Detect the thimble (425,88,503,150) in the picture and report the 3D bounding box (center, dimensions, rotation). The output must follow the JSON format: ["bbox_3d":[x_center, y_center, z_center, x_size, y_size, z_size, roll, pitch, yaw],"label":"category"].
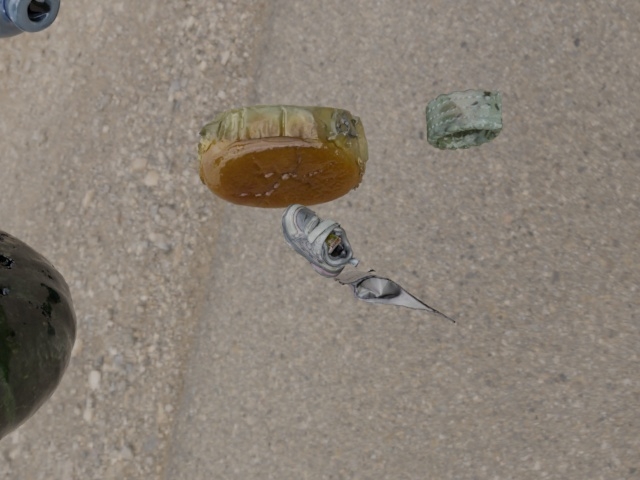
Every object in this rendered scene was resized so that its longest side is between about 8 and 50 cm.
[{"bbox_3d":[0.200,-0.168,0.941,0.110,0.085,0.062,-13,73,38],"label":"thimble"}]

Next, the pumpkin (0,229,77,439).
[{"bbox_3d":[-0.649,0.154,1.137,0.454,0.455,0.343,43,138,38],"label":"pumpkin"}]

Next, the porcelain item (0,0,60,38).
[{"bbox_3d":[-0.430,-0.338,0.826,0.259,0.141,0.141,34,105,16],"label":"porcelain item"}]

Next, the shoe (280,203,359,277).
[{"bbox_3d":[0.000,0.000,1.354,0.089,0.180,0.092,-50,19,-26],"label":"shoe"}]

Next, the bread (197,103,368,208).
[{"bbox_3d":[-0.084,-0.188,1.573,0.389,0.236,0.183,-2,61,0],"label":"bread"}]

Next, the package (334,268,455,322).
[{"bbox_3d":[0.147,0.110,1.438,0.204,0.251,0.062,-152,82,-85],"label":"package"}]
